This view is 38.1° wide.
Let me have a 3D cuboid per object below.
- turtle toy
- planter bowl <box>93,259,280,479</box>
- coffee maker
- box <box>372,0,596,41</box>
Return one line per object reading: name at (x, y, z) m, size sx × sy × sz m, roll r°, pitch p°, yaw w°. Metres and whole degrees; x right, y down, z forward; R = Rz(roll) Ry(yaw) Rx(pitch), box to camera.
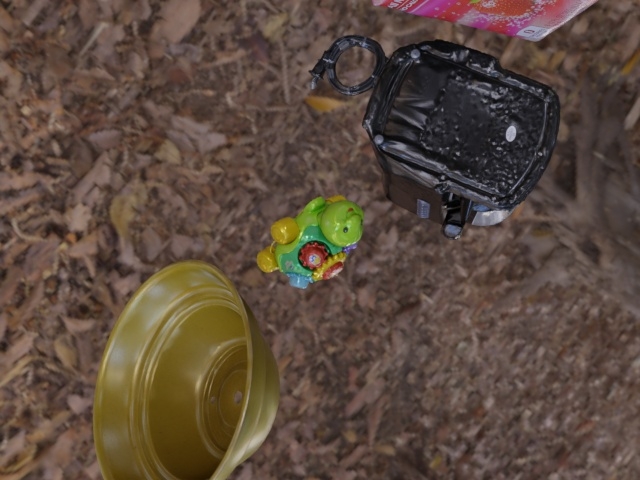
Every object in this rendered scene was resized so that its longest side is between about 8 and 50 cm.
turtle toy at (0.000, 0.000, 0.912) m, size 0.095 × 0.066 × 0.130 m, roll -26°, pitch 159°, yaw -36°
planter bowl at (-0.100, 0.131, 0.807) m, size 0.090 × 0.217 × 0.217 m, roll 19°, pitch 106°, yaw -43°
coffee maker at (0.092, -0.086, 0.721) m, size 0.120 × 0.171 × 0.178 m, roll -44°, pitch 173°, yaw -1°
box at (0.136, -0.219, 0.481) m, size 0.128 × 0.123 × 0.257 m, roll 5°, pitch 164°, yaw -25°
